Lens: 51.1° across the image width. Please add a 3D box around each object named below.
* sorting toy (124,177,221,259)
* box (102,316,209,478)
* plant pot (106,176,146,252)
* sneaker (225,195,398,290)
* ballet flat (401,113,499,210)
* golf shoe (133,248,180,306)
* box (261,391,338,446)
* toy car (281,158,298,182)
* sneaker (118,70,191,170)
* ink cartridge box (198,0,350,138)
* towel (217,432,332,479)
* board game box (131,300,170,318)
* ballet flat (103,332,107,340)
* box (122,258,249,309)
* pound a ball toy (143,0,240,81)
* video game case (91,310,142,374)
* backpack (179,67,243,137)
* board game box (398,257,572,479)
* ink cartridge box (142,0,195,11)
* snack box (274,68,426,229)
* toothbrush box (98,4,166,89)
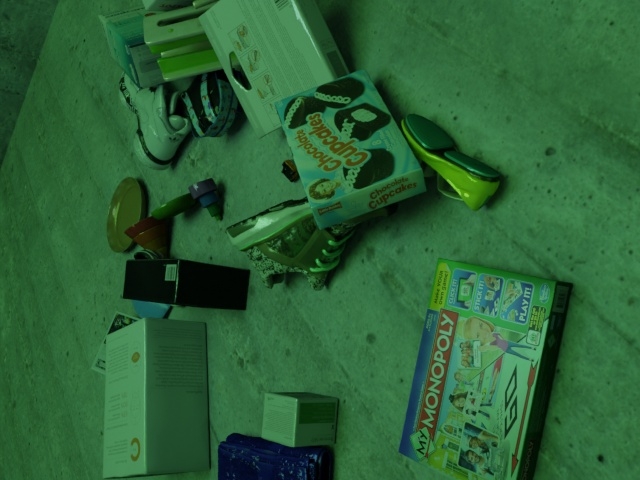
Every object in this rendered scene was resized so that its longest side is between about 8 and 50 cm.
[{"bbox_3d":[-0.369,-0.038,1.743,0.366,0.127,0.126,-26,92,41],"label":"sorting toy"},{"bbox_3d":[-0.394,0.378,1.595,0.215,0.168,0.345,-24,63,44],"label":"box"},{"bbox_3d":[-0.588,-0.076,2.038,0.236,0.032,0.236,-14,72,47],"label":"plant pot"},{"bbox_3d":[0.000,0.000,1.283,0.410,0.158,0.182,-14,102,46],"label":"sneaker"},{"bbox_3d":[0.198,-0.126,1.094,0.231,0.077,0.077,48,134,42],"label":"ballet flat"},{"bbox_3d":[-0.418,0.101,1.726,0.067,0.086,0.186,-47,68,17],"label":"golf shoe"},{"bbox_3d":[-0.039,0.329,1.238,0.102,0.101,0.087,-3,79,49],"label":"box"},{"bbox_3d":[-0.033,-0.133,1.407,0.040,0.060,0.122,-39,59,-19],"label":"toy car"},{"bbox_3d":[-0.445,-0.395,1.870,0.210,0.137,0.365,-37,60,38],"label":"sneaker"},{"bbox_3d":[-0.095,-0.392,1.385,0.261,0.066,0.296,-18,102,45],"label":"ink cartridge box"},{"bbox_3d":[-0.104,0.500,1.295,0.308,0.076,0.227,-10,73,48],"label":"towel"},{"bbox_3d":[-0.436,0.138,1.800,0.133,0.033,0.168,40,105,25],"label":"board game box"},{"bbox_3d":[-0.552,0.355,1.861,0.087,0.083,0.247,-31,60,25],"label":"ballet flat"},{"bbox_3d":[-0.316,0.102,1.556,0.261,0.184,0.103,-3,82,50],"label":"box"},{"bbox_3d":[-0.241,-0.511,1.518,0.319,0.208,0.135,-13,57,3],"label":"pound a ball toy"},{"bbox_3d":[-0.523,0.293,1.813,0.191,0.022,0.173,11,74,35],"label":"video game case"},{"bbox_3d":[-0.256,-0.331,1.638,0.158,0.117,0.173,-41,52,36],"label":"backpack"},{"bbox_3d":[0.235,0.198,0.990,0.214,0.046,0.317,11,90,50],"label":"board game box"},{"bbox_3d":[-0.261,-0.627,1.490,0.278,0.201,0.117,-23,87,44],"label":"ink cartridge box"},{"bbox_3d":[0.042,-0.170,1.174,0.187,0.060,0.321,-21,45,1],"label":"snack box"},{"bbox_3d":[-0.447,-0.541,1.818,0.295,0.216,0.126,46,150,46],"label":"toothbrush box"}]
